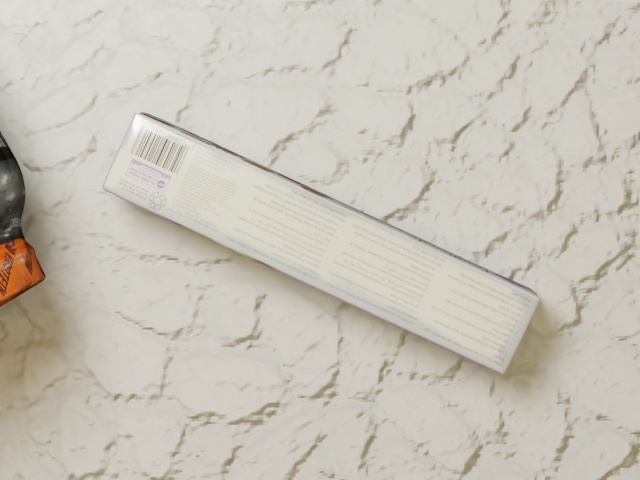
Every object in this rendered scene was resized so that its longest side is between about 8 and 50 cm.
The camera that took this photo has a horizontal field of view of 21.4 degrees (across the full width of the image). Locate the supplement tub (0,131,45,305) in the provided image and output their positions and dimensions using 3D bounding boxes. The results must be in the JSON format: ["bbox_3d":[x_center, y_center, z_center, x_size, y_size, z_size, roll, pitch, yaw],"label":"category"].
[{"bbox_3d":[-0.342,-0.080,1.170,0.207,0.207,0.338,-30,93,2],"label":"supplement tub"}]

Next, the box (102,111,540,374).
[{"bbox_3d":[0.000,0.000,1.238,0.324,0.063,0.067,24,94,0],"label":"box"}]
